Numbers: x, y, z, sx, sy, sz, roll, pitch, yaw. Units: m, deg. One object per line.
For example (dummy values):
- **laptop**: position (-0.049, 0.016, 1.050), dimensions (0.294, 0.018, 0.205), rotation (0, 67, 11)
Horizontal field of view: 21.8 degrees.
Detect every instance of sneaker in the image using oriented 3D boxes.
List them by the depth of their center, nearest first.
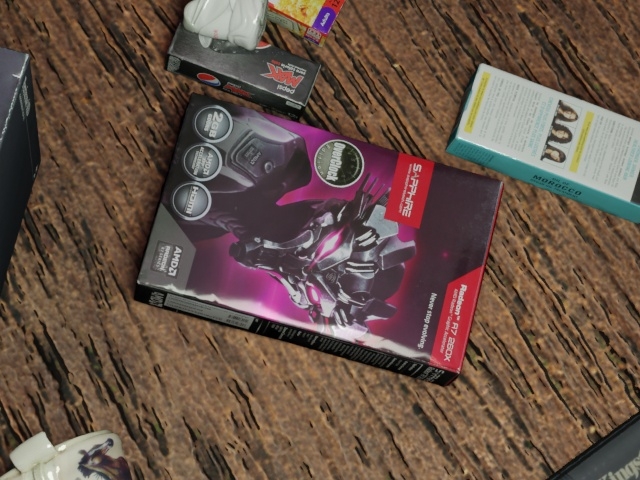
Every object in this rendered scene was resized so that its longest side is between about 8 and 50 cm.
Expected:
- **sneaker**: position (-0.105, -0.331, 1.856), dimensions (0.115, 0.090, 0.232), rotation (9, 71, 0)

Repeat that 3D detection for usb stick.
- **usb stick**: position (0.329, 0.254, 1.841), dimensions (0.278, 0.045, 0.077), rotation (-33, 82, -15)

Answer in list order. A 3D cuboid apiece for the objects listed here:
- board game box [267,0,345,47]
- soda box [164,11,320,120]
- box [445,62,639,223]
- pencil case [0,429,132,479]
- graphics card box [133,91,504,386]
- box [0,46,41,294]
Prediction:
- **board game box**: position (-0.050, -0.334, 1.934), dimensions (0.193, 0.045, 0.147), rotation (26, 73, -1)
- **soda box**: position (-0.089, -0.198, 1.889), dimensions (0.169, 0.053, 0.060), rotation (21, 74, -3)
- **box**: position (0.277, -0.111, 1.918), dimensions (0.244, 0.060, 0.101), rotation (21, 74, -3)
- **pencil case**: position (-0.210, 0.393, 1.655), dimensions (0.159, 0.183, 0.410), rotation (-20, 79, -12)
- **graphics card box**: position (0.000, 0.000, 1.833), dimensions (0.370, 0.094, 0.233), rotation (16, 74, -3)
- **box**: position (-0.406, -0.009, 1.644), dimensions (0.179, 0.343, 0.313), rotation (15, 74, -4)
